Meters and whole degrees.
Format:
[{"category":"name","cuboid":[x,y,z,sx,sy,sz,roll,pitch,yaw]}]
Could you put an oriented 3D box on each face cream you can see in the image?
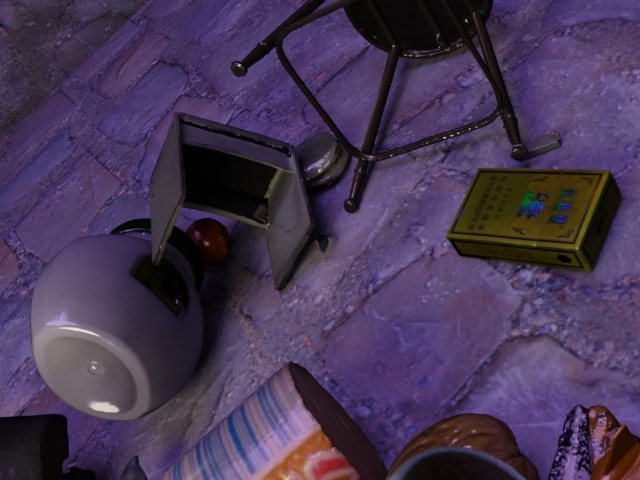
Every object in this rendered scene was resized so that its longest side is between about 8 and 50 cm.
[{"category":"face cream","cuboid":[-0.343,0.129,1.331,0.219,0.312,0.357,-39,18,21]}]

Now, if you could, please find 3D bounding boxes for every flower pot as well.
[{"category":"flower pot","cuboid":[-0.516,0.427,1.211,0.251,0.379,0.379,-16,41,-2]}]

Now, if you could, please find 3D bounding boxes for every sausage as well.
[{"category":"sausage","cuboid":[-0.073,0.332,0.976,0.287,0.233,0.233,-41,38,-1]}]

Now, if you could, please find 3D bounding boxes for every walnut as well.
[{"category":"walnut","cuboid":[0.159,0.291,0.883,0.184,0.155,0.155,-39,38,6]}]

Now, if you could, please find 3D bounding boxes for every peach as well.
[{"category":"peach","cuboid":[-0.234,0.004,1.532,0.101,0.101,0.100,-23,42,22]}]

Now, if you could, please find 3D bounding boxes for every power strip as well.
[{"category":"power strip","cuboid":[0.353,-0.154,1.242,0.083,0.017,0.027,-20,42,25]}]

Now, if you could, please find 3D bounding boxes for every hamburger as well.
[{"category":"hamburger","cuboid":[-0.010,-0.155,1.517,0.140,0.062,0.133,-30,36,18]}]

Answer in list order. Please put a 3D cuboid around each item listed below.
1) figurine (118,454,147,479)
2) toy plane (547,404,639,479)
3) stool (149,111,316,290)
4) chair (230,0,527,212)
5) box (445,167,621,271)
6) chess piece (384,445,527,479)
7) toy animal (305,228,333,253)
[{"category":"figurine","cuboid":[-0.273,0.468,1.096,0.193,0.140,0.265,-60,15,5]},{"category":"toy plane","cuboid":[0.264,0.341,0.790,0.316,0.103,0.204,-54,46,0]},{"category":"stool","cuboid":[-0.170,-0.075,1.389,0.170,0.244,0.269,-62,28,32]},{"category":"chair","cuboid":[0.143,-0.352,1.348,0.362,0.364,0.410,-17,38,34]},{"category":"box","cuboid":[0.314,-0.036,1.128,0.220,0.064,0.141,5,57,45]},{"category":"chess piece","cuboid":[0.098,0.367,0.757,0.194,0.195,0.299,-104,29,-48]},{"category":"toy animal","cuboid":[0.000,0.000,1.385,0.084,0.050,0.028,41,124,47]}]
